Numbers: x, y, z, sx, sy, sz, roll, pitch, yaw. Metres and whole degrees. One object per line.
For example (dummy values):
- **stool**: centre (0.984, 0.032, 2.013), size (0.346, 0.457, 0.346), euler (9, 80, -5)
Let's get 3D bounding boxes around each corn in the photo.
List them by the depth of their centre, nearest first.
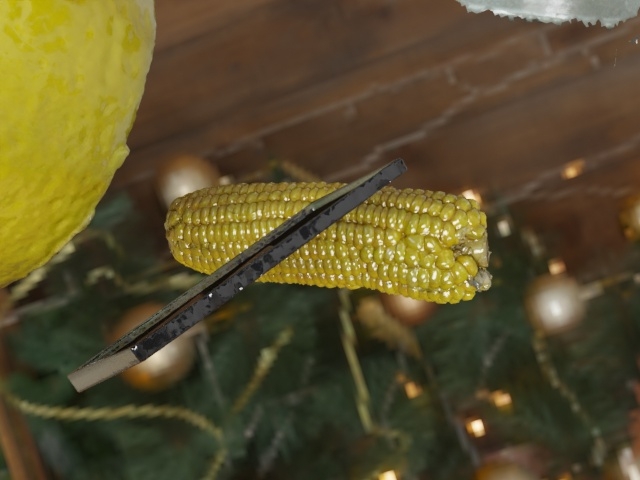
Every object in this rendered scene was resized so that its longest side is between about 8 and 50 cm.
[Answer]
- **corn**: centre (0.001, -0.005, 1.653), size (0.102, 0.313, 0.102), euler (5, 90, -71)

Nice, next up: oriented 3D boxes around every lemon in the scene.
- **lemon**: centre (-0.323, -0.144, 1.321), size (0.364, 0.364, 0.364), euler (-19, 90, -74)

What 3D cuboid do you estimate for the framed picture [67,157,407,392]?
- **framed picture**: centre (-0.066, 0.027, 1.456), size (0.018, 0.265, 0.192), euler (56, -22, -3)

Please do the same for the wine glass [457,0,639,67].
- **wine glass**: centre (0.137, -0.296, 1.116), size (0.190, 0.190, 0.357), euler (-54, 150, -71)
